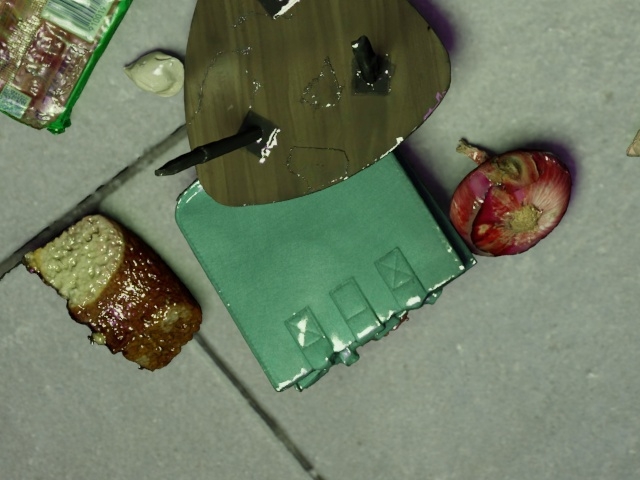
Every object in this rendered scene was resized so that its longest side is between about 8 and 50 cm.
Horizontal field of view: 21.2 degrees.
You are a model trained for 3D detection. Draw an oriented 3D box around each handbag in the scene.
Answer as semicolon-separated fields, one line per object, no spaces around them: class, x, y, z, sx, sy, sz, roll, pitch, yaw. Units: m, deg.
handbag;0.000;-0.002;1.949;0.268;0.100;0.274;-38;79;12

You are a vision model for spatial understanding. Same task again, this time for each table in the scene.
table;-0.041;-0.193;1.784;0.317;0.249;0.317;0;89;17

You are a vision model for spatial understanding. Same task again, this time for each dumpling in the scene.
dumpling;-0.189;-0.190;1.996;0.077;0.043;0.059;-21;130;15

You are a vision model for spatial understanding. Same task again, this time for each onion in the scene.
onion;0.200;-0.064;1.955;0.150;0.140;0.150;-21;142;-17

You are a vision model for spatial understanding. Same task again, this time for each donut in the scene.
donut;-0.244;0.056;2.079;0.126;0.144;0.187;-42;70;17

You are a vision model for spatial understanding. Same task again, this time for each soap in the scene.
soap;-0.306;-0.263;1.952;0.218;0.098;0.273;31;115;-4

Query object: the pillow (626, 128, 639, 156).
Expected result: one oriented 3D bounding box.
pillow;0.494;-0.117;1.889;0.270;0.067;0.173;21;120;1
